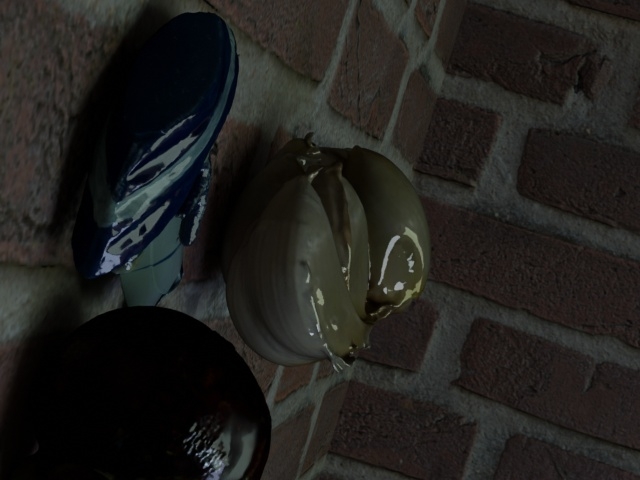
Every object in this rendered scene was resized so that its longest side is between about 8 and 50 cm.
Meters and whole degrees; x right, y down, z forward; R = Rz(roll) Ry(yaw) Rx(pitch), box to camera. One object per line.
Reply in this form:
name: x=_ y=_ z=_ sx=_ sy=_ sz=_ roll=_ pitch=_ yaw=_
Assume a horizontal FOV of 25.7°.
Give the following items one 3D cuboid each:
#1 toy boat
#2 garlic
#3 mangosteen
toy boat: x=-0.105 y=-0.047 z=0.993 sx=0.291 sy=0.070 sz=0.210 roll=86 pitch=28 yaw=-77
garlic: x=-0.010 y=-0.002 z=1.353 sx=0.281 sy=0.184 sz=0.203 roll=-29 pitch=112 yaw=-49
mangosteen: x=-0.125 y=0.133 z=0.936 sx=0.184 sy=0.172 sz=0.172 roll=-34 pitch=161 yaw=-11
